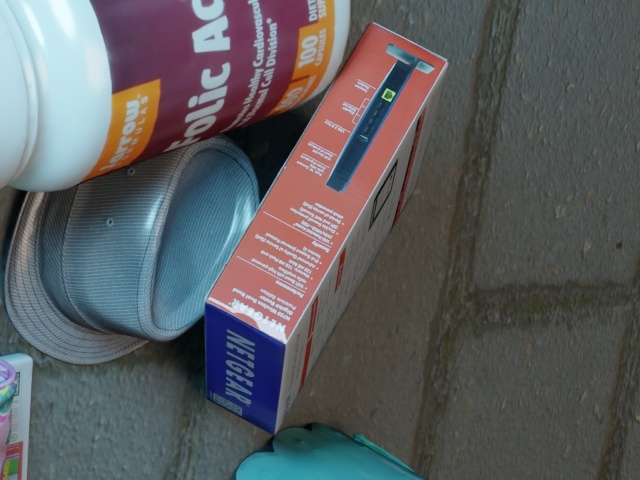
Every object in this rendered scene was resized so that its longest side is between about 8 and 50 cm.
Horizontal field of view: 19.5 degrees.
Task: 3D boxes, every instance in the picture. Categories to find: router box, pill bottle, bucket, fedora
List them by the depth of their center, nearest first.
[{"bbox_3d":[-0.182,-0.168,1.512,0.392,0.224,0.224,-23,120,-41],"label":"pill bottle"},{"bbox_3d":[-0.148,-0.003,1.684,0.244,0.124,0.275,39,75,-47],"label":"fedora"},{"bbox_3d":[0.000,0.000,1.735,0.301,0.082,0.335,-60,173,-19],"label":"router box"},{"bbox_3d":[0.027,0.348,1.956,0.281,0.183,0.281,-19,117,-43],"label":"bucket"}]

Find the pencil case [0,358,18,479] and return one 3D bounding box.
[{"bbox_3d":[-0.320,0.235,1.550,0.124,0.124,0.284,-5,106,-47],"label":"pencil case"}]

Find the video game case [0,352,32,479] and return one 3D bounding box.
[{"bbox_3d":[-0.340,0.202,1.625,0.201,0.023,0.183,-11,111,-46],"label":"video game case"}]
